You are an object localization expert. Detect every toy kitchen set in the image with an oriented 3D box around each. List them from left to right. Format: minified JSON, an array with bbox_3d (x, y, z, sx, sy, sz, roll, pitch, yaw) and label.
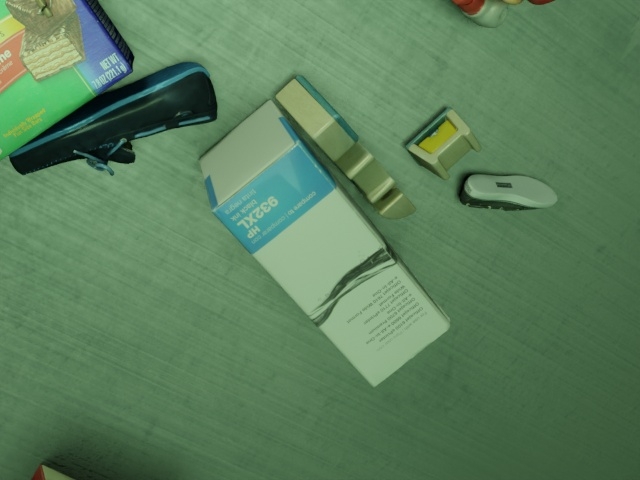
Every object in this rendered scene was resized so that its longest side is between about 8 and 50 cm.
[{"bbox_3d":[0.080,-0.153,1.177,0.166,0.122,0.207,-42,133,4],"label":"toy kitchen set"}]

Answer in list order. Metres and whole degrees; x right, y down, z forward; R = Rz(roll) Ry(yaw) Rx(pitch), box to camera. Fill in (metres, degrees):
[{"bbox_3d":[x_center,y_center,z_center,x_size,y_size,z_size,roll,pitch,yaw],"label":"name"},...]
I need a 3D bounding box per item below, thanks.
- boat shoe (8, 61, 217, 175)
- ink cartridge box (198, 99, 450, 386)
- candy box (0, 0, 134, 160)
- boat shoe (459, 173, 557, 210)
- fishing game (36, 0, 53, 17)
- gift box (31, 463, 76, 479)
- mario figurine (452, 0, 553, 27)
[{"bbox_3d":[-0.243,-0.127,1.098,0.258,0.109,0.089,-22,116,-2],"label":"boat shoe"},{"bbox_3d":[0.000,0.000,1.134,0.129,0.223,0.307,-39,113,3],"label":"ink cartridge box"},{"bbox_3d":[-0.404,-0.255,1.005,0.268,0.122,0.317,-34,112,1],"label":"candy box"},{"bbox_3d":[0.260,-0.063,1.273,0.142,0.049,0.040,7,141,-17],"label":"boat shoe"},{"bbox_3d":[-0.242,-0.370,0.974,0.264,0.041,0.189,-44,117,-35],"label":"fishing game"},{"bbox_3d":[-0.304,0.460,1.223,0.258,0.276,0.255,31,87,-17],"label":"gift box"},{"bbox_3d":[0.169,-0.372,1.100,0.320,0.198,0.170,8,79,-5],"label":"mario figurine"}]
